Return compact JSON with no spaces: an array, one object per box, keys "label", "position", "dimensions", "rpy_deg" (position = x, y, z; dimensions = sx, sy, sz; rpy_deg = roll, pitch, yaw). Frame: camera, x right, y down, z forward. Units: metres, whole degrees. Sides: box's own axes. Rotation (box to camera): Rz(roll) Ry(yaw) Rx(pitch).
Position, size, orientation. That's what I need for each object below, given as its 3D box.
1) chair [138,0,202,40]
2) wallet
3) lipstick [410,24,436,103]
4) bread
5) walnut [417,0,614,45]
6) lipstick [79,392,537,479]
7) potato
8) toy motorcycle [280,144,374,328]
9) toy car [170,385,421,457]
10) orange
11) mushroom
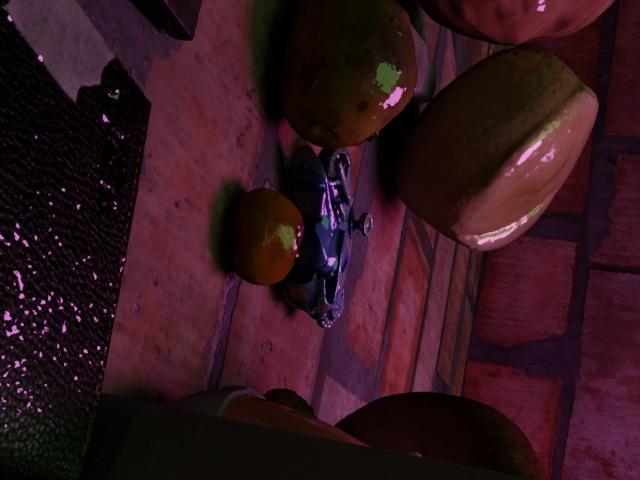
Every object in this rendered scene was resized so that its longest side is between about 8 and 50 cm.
[{"label":"chair","position":[-0.035,-0.259,0.326],"dimensions":[0.416,0.241,0.203],"rpy_deg":[40,56,-68]},{"label":"wallet","position":[-0.151,-0.013,0.349],"dimensions":[0.221,0.071,0.262],"rpy_deg":[59,34,-61]},{"label":"lipstick","position":[0.102,-0.233,1.027],"dimensions":[0.253,0.079,0.077],"rpy_deg":[-6,102,-73]},{"label":"bread","position":[0.261,-0.149,1.208],"dimensions":[0.320,0.237,0.320],"rpy_deg":[-44,158,-23]},{"label":"walnut","position":[0.283,-0.469,1.115],"dimensions":[0.383,0.384,0.383],"rpy_deg":[7,90,-72]},{"label":"lipstick","position":[0.009,0.150,0.399],"dimensions":[0.076,0.371,0.079],"rpy_deg":[71,31,-53]},{"label":"potato","position":[0.028,-0.173,0.744],"dimensions":[0.137,0.137,0.176],"rpy_deg":[53,45,-65]},{"label":"toy motorcycle","position":[0.000,0.000,0.818],"dimensions":[0.114,0.076,0.205],"rpy_deg":[-19,114,-63]},{"label":"toy car","position":[-0.042,0.244,0.537],"dimensions":[0.180,0.212,0.270],"rpy_deg":[60,40,-62]},{"label":"orange","position":[-0.046,-0.003,0.679],"dimensions":[0.086,0.062,0.086],"rpy_deg":[5,90,-70]},{"label":"mushroom","position":[0.059,0.292,0.690],"dimensions":[0.239,0.345,0.345],"rpy_deg":[14,81,-32]}]
